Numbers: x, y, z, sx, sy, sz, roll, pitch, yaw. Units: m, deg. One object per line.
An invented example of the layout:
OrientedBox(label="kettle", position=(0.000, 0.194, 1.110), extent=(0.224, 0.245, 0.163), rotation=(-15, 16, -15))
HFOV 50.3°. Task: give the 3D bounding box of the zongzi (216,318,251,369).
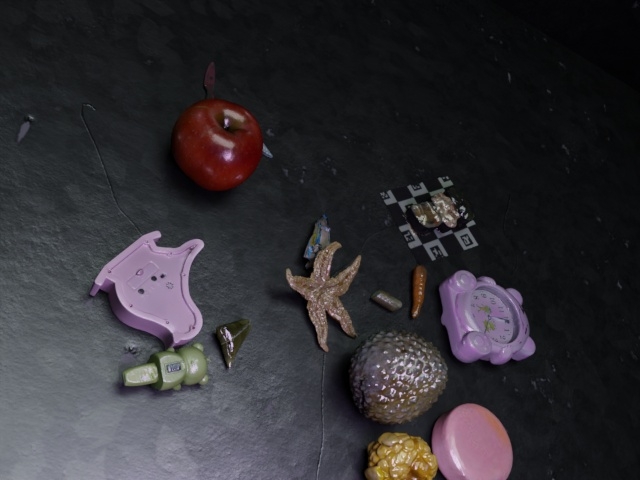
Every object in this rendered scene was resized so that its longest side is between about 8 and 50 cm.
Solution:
OrientedBox(label="zongzi", position=(-0.212, 0.266, 1.765), extent=(0.104, 0.052, 0.113), rotation=(-12, 83, -44))

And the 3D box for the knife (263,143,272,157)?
OrientedBox(label="knife", position=(-0.220, -0.344, 2.159), extent=(0.028, 0.015, 0.210), rotation=(-28, 80, -47))

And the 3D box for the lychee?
OrientedBox(label="lychee", position=(0.204, 0.366, 1.840), extent=(0.255, 0.274, 0.255), rotation=(29, 56, -54))

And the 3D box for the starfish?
OrientedBox(label="starfish", position=(0.022, 0.159, 1.957), extent=(0.299, 0.060, 0.302), rotation=(-8, 86, -43))

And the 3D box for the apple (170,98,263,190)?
OrientedBox(label="apple", position=(-0.292, -0.272, 1.933), extent=(0.260, 0.216, 0.260), rotation=(16, 54, -23))

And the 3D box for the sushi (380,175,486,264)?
OrientedBox(label="sushi", position=(0.425, -0.103, 2.368), extent=(0.373, 0.100, 0.296), rotation=(-15, 71, -38))

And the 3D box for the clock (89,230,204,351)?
OrientedBox(label="clock", position=(-0.387, 0.112, 1.724), extent=(0.275, 0.080, 0.290), rotation=(42, 49, -4))

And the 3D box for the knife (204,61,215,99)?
OrientedBox(label="knife", position=(-0.354, -0.481, 2.160), extent=(0.035, 0.018, 0.247), rotation=(13, 53, -22))

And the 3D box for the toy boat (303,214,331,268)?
OrientedBox(label="toy boat", position=(0.000, 0.000, 2.056), extent=(0.084, 0.066, 0.210), rotation=(48, 38, -35))

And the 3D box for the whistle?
OrientedBox(label="whistle", position=(-0.359, 0.307, 1.612), extent=(0.227, 0.085, 0.105), rotation=(-6, 77, -38))

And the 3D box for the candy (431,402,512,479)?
OrientedBox(label="candy", position=(0.434, 0.597, 1.940), extent=(0.255, 0.094, 0.255), rotation=(16, 54, -24))

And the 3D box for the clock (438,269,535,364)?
OrientedBox(label="clock", position=(0.545, 0.258, 2.214), extent=(0.322, 0.113, 0.296), rotation=(11, 57, -29))

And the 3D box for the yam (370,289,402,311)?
OrientedBox(label="yam", position=(0.202, 0.183, 2.085), extent=(0.094, 0.043, 0.043), rotation=(33, 49, -13))

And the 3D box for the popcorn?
OrientedBox(label="popcorn", position=(0.201, 0.575, 1.782), extent=(0.194, 0.140, 0.163), rotation=(-16, 80, -28))

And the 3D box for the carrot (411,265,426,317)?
OrientedBox(label="carrot", position=(0.309, 0.165, 2.168), extent=(0.047, 0.047, 0.191), rotation=(24, 56, -19))
